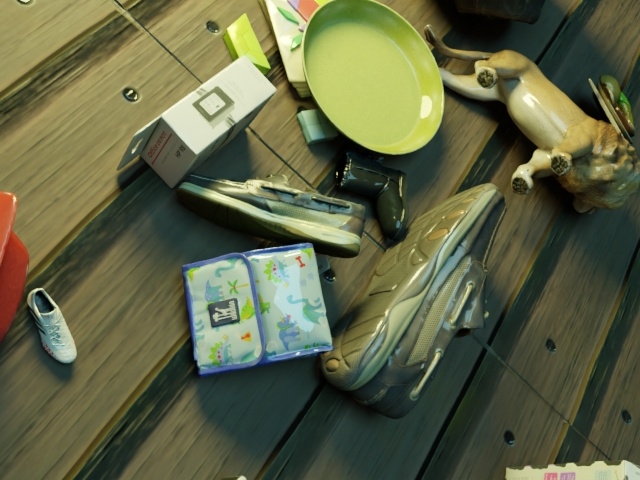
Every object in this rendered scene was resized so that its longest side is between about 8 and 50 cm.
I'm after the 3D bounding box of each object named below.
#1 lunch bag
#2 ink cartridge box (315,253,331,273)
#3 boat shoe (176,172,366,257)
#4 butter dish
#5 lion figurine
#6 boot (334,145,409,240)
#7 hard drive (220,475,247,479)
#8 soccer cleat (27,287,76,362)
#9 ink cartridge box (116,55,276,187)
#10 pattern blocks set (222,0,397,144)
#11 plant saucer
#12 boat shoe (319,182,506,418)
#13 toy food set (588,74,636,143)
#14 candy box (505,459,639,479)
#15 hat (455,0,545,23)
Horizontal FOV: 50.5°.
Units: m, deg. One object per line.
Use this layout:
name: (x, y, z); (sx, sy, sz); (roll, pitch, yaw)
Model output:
lunch bag: (-0.074, 0.079, 0.767); (0.151, 0.096, 0.128); (-7, 77, -15)
ink cartridge box: (0.000, 0.000, 0.857); (0.028, 0.048, 0.083); (-10, 77, -30)
boat shoe: (-0.054, -0.042, 0.804); (0.224, 0.080, 0.073); (18, 72, 0)
butter dish: (-0.335, 0.047, 0.629); (0.160, 0.118, 0.160); (-1, 63, 18)
lion figurine: (0.338, -0.200, 1.064); (0.240, 0.142, 0.392); (-28, 81, -40)
boot: (0.069, -0.065, 0.922); (0.099, 0.045, 0.121); (20, 56, -23)
hard drive: (-0.076, 0.435, 0.641); (0.237, 0.064, 0.338); (-32, 89, -33)
soccer cleat: (-0.272, 0.086, 0.687); (0.029, 0.036, 0.083); (-24, 83, -33)
ink cartridge box: (-0.145, -0.129, 0.798); (0.060, 0.104, 0.180); (47, 57, -6)
pattern blocks set: (-0.005, -0.300, 0.985); (0.286, 0.026, 0.324); (-27, 85, -33)
plant saucer: (0.071, -0.228, 0.961); (0.241, 0.037, 0.240); (10, 70, -30)
boat shoe: (0.141, 0.073, 0.872); (0.130, 0.132, 0.355); (48, 65, -15)
toy food set: (0.513, -0.227, 1.169); (0.132, 0.039, 0.192); (63, 26, 6)
candy box: (0.352, 0.327, 0.829); (0.165, 0.196, 0.070); (23, 62, -18)
hat: (0.314, -0.425, 1.118); (0.332, 0.331, 0.133); (-22, 121, -33)
